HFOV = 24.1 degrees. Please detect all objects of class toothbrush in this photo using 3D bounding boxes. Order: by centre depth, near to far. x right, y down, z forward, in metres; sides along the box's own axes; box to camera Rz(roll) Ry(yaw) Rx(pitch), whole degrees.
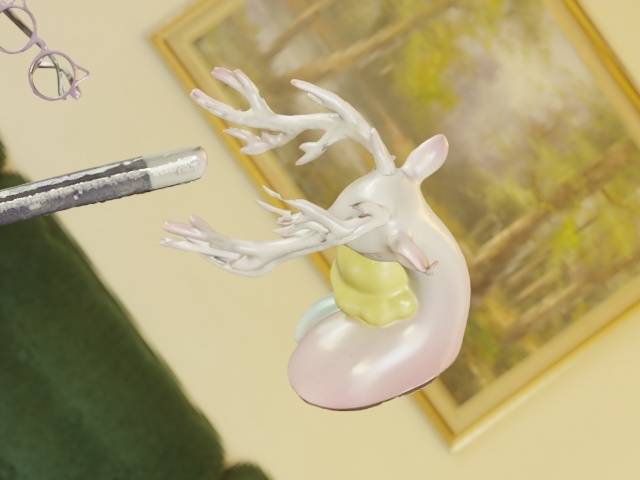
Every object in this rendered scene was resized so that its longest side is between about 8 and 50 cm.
[{"bbox_3d":[-0.195,-0.007,0.733,0.026,0.288,0.024,-115,-166,-48],"label":"toothbrush"}]

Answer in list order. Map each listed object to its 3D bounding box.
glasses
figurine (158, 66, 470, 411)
[{"bbox_3d":[-0.299,-0.202,1.659,0.140,0.062,0.104,49,7,9],"label":"glasses"},{"bbox_3d":[0.002,0.009,1.424,0.206,0.284,0.315,-77,170,-48],"label":"figurine"}]
